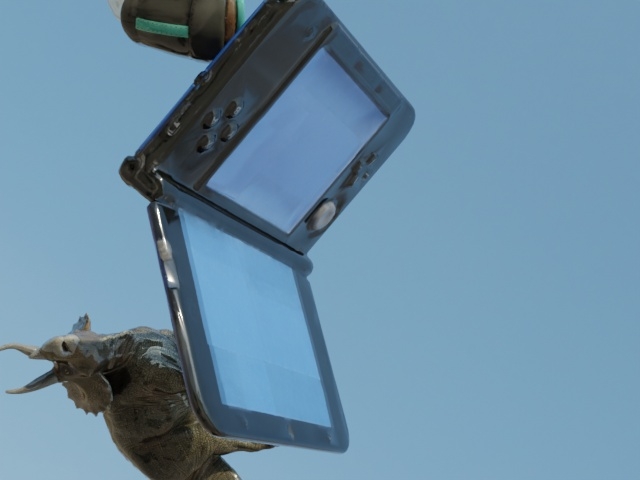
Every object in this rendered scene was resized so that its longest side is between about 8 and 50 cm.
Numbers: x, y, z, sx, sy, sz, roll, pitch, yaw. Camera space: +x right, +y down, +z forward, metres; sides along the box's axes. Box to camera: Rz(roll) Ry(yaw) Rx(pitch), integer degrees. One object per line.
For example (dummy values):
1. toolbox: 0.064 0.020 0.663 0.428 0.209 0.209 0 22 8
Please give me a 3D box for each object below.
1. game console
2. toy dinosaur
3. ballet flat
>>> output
1. game console: 0.000 0.000 0.891 0.173 0.250 0.293 42 4 22
2. toy dinosaur: -0.137 0.153 1.128 0.160 0.121 0.313 -25 -56 10
3. ballet flat: -0.114 -0.207 0.922 0.096 0.280 0.095 -2 -66 -8
